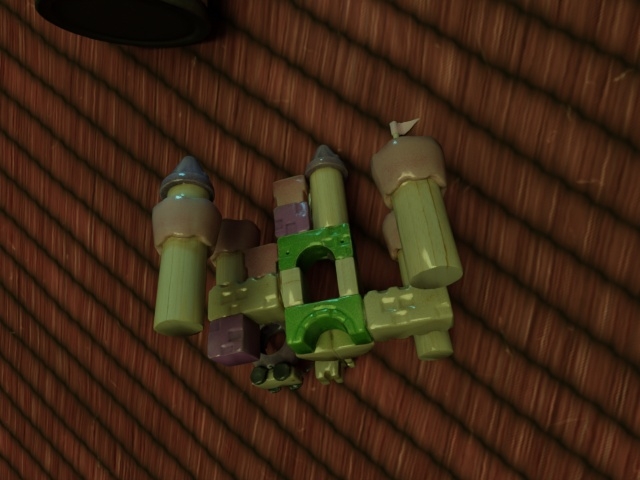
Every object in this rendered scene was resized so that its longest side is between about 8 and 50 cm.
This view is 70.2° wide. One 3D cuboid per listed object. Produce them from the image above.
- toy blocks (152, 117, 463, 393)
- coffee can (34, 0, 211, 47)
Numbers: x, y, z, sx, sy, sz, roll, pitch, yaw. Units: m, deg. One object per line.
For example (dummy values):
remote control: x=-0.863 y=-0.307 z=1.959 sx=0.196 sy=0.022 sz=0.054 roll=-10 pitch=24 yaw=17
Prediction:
toy blocks: x=0.000 y=0.000 z=0.533 sx=0.288 sy=0.309 sz=0.260 roll=-13 pitch=59 yaw=10
coffee can: x=-0.239 y=-0.408 z=0.555 sx=0.201 sy=0.201 sz=0.275 roll=3 pitch=97 yaw=20
